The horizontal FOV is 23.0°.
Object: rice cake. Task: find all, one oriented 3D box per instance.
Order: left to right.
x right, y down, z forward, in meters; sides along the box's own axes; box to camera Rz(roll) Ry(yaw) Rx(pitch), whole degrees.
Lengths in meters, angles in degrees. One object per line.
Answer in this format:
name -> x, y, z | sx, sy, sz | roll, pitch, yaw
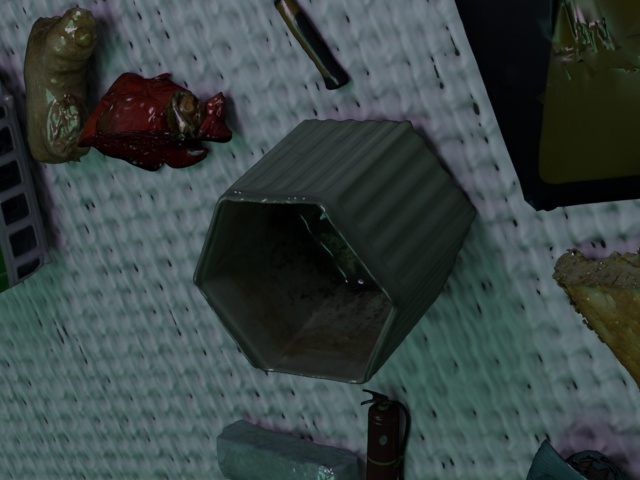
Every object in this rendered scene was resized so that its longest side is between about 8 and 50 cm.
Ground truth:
rice cake -> -0.040, 0.268, 1.887 | 0.206, 0.063, 0.069 | 14, 120, 34

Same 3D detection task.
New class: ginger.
ginger -> -0.308, -0.192, 1.839 | 0.137, 0.074, 0.213 | 41, 138, 37

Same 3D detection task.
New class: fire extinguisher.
fire extinguisher -> 0.072, 0.225, 1.785 | 0.056, 0.039, 0.132 | 3, 120, 3

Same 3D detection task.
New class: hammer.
hammer -> -0.033, -0.242, 1.617 | 0.201, 0.021, 0.078 | 55, 136, 1

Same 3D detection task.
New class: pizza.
pizza -> 0.329, 0.085, 1.466 | 0.204, 0.080, 0.188 | 54, 160, -12

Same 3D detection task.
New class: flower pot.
flower pot -> 0.015, 0.006, 1.583 | 0.239, 0.189, 0.209 | 5, 122, 33

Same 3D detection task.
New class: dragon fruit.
dragon fruit -> -0.181, -0.116, 1.766 | 0.192, 0.092, 0.123 | 6, 118, 38

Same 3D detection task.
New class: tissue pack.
tissue pack -> 0.331, -0.185, 1.176 | 0.416, 0.253, 0.264 | -4, 111, 44

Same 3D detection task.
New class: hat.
hat -> 0.276, 0.263, 1.611 | 0.138, 0.078, 0.191 | 41, 153, 26

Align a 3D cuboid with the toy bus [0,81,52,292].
toy bus -> -0.452, -0.080, 1.957 | 0.143, 0.179, 0.306 | 21, 128, 50
